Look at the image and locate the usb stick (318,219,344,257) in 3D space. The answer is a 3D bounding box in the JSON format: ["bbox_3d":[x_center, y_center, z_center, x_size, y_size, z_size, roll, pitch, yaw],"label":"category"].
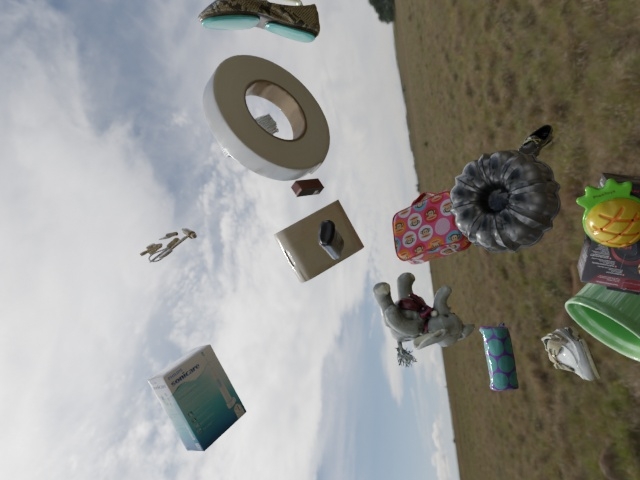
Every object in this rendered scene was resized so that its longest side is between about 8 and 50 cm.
[{"bbox_3d":[0.033,0.002,1.277,0.278,0.045,0.077,50,-129,-77],"label":"usb stick"}]

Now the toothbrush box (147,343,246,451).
[{"bbox_3d":[-0.436,0.558,1.580,0.216,0.126,0.296,-33,-82,-48],"label":"toothbrush box"}]

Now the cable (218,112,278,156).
[{"bbox_3d":[-0.299,-0.436,1.830,0.089,0.257,0.257,62,179,-12],"label":"cable"}]

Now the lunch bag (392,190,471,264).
[{"bbox_3d":[0.415,-0.061,1.690,0.120,0.293,0.258,18,-121,-45],"label":"lunch bag"}]

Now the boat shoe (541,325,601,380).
[{"bbox_3d":[0.716,0.331,1.273,0.302,0.103,0.113,-6,-103,-70],"label":"boat shoe"}]

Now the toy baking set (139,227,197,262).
[{"bbox_3d":[-0.529,0.018,1.558,0.196,0.256,0.030,-35,-65,-26],"label":"toy baking set"}]

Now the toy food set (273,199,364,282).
[{"bbox_3d":[0.000,0.000,1.736,0.220,0.306,0.092,61,165,-3],"label":"toy food set"}]

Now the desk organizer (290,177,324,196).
[{"bbox_3d":[-0.051,-0.212,1.760,0.130,0.047,0.050,-13,-116,-44],"label":"desk organizer"}]

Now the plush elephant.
[{"bbox_3d":[0.356,0.257,1.474,0.272,0.255,0.330,3,-104,-54],"label":"plush elephant"}]

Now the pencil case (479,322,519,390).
[{"bbox_3d":[0.421,0.275,1.044,0.070,0.064,0.152,152,111,-73],"label":"pencil case"}]

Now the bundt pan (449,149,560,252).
[{"bbox_3d":[0.541,-0.124,1.353,0.124,0.330,0.331,3,-102,-48],"label":"bundt pan"}]

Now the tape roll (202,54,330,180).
[{"bbox_3d":[-0.142,-0.352,1.268,0.392,0.072,0.392,20,-126,-30],"label":"tape roll"}]

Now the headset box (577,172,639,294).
[{"bbox_3d":[0.773,-0.001,1.073,0.110,0.218,0.293,-38,-46,-59],"label":"headset box"}]

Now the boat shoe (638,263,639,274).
[{"bbox_3d":[0.784,-0.034,0.911,0.110,0.307,0.104,9,-139,-38],"label":"boat shoe"}]

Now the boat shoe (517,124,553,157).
[{"bbox_3d":[0.813,-0.370,1.683,0.227,0.081,0.069,-37,-44,-30],"label":"boat shoe"}]

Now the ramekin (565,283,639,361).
[{"bbox_3d":[0.996,0.248,1.459,0.303,0.148,0.303,41,177,3],"label":"ramekin"}]

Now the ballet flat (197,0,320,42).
[{"bbox_3d":[-0.225,-0.873,1.671,0.164,0.482,0.182,9,102,63],"label":"ballet flat"}]

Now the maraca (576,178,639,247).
[{"bbox_3d":[0.648,-0.058,0.979,0.186,0.127,0.099,50,-144,-24],"label":"maraca"}]
